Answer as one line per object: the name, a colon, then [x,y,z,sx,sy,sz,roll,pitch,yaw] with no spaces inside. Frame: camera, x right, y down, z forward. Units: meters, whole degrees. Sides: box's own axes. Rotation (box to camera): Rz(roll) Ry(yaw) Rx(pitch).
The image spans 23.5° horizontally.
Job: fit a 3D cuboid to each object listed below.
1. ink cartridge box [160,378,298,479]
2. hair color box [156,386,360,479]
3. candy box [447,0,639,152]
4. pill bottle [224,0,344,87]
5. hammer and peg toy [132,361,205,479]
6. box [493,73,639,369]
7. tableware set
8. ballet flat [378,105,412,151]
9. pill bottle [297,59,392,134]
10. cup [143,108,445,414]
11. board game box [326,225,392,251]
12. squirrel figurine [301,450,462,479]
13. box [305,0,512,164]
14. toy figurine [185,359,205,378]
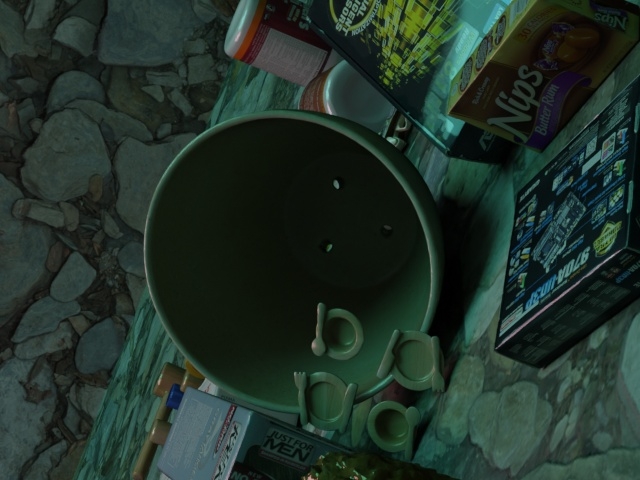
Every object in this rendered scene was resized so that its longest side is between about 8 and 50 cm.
ink cartridge box: [-0.138,0.348,2.032,0.226,0.131,0.306,127,161,-51]
hair color box: [-0.053,0.256,1.710,0.114,0.185,0.374,-69,13,-7]
candy box: [0.212,-0.172,1.485,0.187,0.109,0.053,127,159,-48]
pill bottle: [-0.028,-0.304,2.390,0.121,0.221,0.121,-159,90,-77]
hammer and peg toy: [-0.168,0.222,2.344,0.361,0.127,0.266,124,163,-53]
box: [0.228,-0.013,1.303,0.220,0.051,0.175,130,157,-54]
tableware set: [0.049,0.146,1.595,0.020,0.168,0.141,-20,-57,-62]
ballet flat: [0.101,-0.144,2.038,0.041,0.041,0.114,-139,69,-76]
pill bottle: [0.037,-0.189,2.176,0.216,0.121,0.121,170,120,-74]
cup: [0.000,0.000,1.723,0.331,0.331,0.237,-64,-10,21]
board game box: [0.054,-0.008,1.995,0.147,0.045,0.193,-96,30,-62]
squirrel figurine: [0.026,0.368,1.079,0.397,0.281,0.370,121,157,-44]
box: [0.167,-0.328,1.654,0.318,0.097,0.395,48,121,40]
toy figurine: [-0.105,0.091,2.089,0.209,0.213,0.148,75,-160,-47]
